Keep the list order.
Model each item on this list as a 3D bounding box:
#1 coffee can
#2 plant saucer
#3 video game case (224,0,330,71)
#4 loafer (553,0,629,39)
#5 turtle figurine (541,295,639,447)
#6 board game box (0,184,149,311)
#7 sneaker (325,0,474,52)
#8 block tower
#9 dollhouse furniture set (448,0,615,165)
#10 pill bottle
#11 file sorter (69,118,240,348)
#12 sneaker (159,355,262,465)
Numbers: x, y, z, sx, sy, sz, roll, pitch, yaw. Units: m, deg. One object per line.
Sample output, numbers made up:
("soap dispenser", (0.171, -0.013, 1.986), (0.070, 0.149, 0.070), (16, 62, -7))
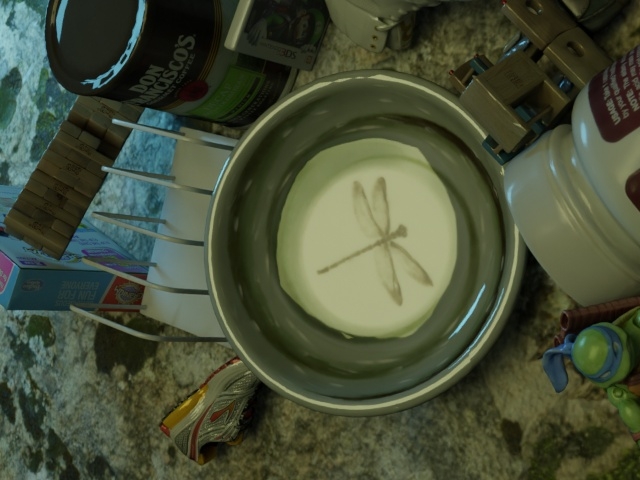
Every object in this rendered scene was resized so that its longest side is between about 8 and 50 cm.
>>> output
("coffee can", (-0.189, -0.266, 1.567), (0.201, 0.275, 0.201), (-6, 81, 41))
("plant saucer", (0.057, 0.005, 1.402), (0.400, 0.100, 0.400), (-3, 82, 24))
("video game case", (-0.032, -0.316, 1.505), (0.022, 0.173, 0.190), (27, 103, 30))
("loafer", (0.247, -0.338, 1.328), (0.084, 0.096, 0.267), (-37, 71, 23))
("turtle figurine", (0.363, 0.121, 1.046), (0.275, 0.266, 0.198), (-22, 71, 38))
("board game box", (-0.431, 0.005, 1.766), (0.316, 0.242, 0.064), (33, 109, 39))
("sneaker", (0.108, -0.294, 1.403), (0.292, 0.169, 0.108), (26, 62, 39))
("block tower", (-0.327, -0.129, 1.674), (0.335, 0.091, 0.097), (-66, 10, -29))
("dollhouse furniture set", (0.186, -0.156, 1.244), (0.129, 0.184, 0.129), (48, 140, 9))
("pill bottle", (0.376, -0.105, 1.092), (0.392, 0.224, 0.224), (-37, 62, 31))
("file sorter", (-0.199, -0.014, 1.608), (0.193, 0.173, 0.277), (16, 95, 38))
("sneaker", (-0.111, 0.213, 1.581), (0.225, 0.088, 0.093), (-44, 79, 28))
